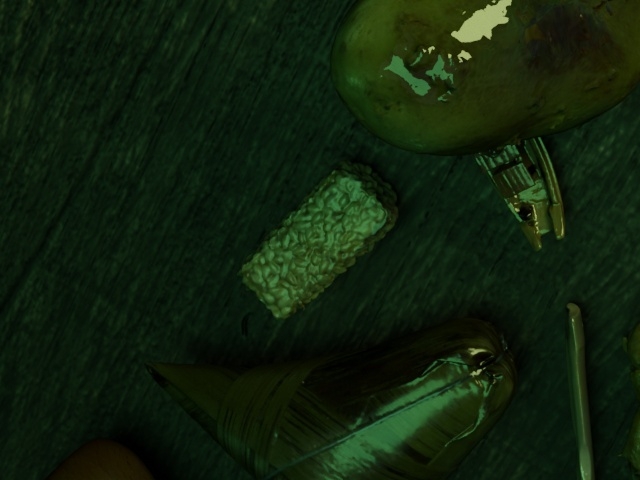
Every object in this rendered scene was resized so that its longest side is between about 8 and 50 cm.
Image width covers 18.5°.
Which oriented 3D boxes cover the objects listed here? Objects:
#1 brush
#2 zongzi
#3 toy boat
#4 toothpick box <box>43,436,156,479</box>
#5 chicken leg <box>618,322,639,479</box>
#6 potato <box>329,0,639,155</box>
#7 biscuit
[{"bbox_3d":[0.265,0.219,1.864,0.050,0.060,0.321,-6,103,6],"label":"brush"},{"bbox_3d":[0.006,0.134,1.884,0.300,0.138,0.286,40,109,6],"label":"zongzi"},{"bbox_3d":[0.168,-0.089,1.805,0.064,0.072,0.206,-27,94,24],"label":"toy boat"},{"bbox_3d":[-0.159,0.341,1.966,0.294,0.192,0.192,42,112,10],"label":"toothpick box"},{"bbox_3d":[0.322,0.128,1.813,0.103,0.088,0.227,22,115,-1],"label":"chicken leg"},{"bbox_3d":[0.149,-0.177,1.686,0.173,0.307,0.210,6,115,58],"label":"potato"},{"bbox_3d":[0.000,0.000,1.883,0.082,0.070,0.168,45,110,-2],"label":"biscuit"}]
